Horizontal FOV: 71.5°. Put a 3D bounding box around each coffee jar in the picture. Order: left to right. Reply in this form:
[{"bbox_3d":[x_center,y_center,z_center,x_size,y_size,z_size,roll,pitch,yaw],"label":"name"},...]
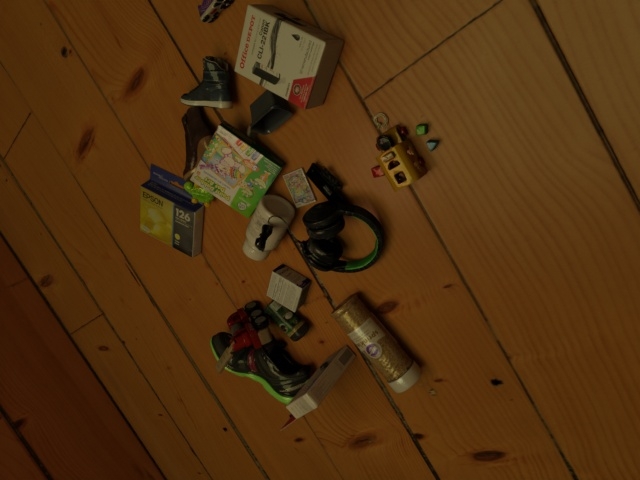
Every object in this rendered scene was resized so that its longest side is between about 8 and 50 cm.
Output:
[{"bbox_3d":[-0.130,0.307,1.734,0.184,0.079,0.096,45,145,6],"label":"coffee jar"}]

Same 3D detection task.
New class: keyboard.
[{"bbox_3d":[0.037,-0.175,1.445,0.192,0.038,0.100,49,151,2],"label":"keyboard"}]

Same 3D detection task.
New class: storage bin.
[{"bbox_3d":[-0.161,-0.414,1.418,0.135,0.098,0.090,-27,69,38],"label":"storage bin"}]

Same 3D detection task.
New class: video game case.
[{"bbox_3d":[-0.071,-0.178,1.515,0.087,0.011,0.121,-16,103,36],"label":"video game case"}]

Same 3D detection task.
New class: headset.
[{"bbox_3d":[0.000,0.000,1.418,0.395,0.185,0.243,9,126,8],"label":"headset"}]

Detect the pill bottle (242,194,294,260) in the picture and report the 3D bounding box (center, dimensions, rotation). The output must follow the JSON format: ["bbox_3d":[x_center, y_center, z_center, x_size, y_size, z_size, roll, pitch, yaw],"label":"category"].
[{"bbox_3d":[-0.192,-0.040,1.579,0.131,0.131,0.229,39,127,10],"label":"pill bottle"}]

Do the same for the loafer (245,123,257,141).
[{"bbox_3d":[-0.245,-0.340,1.527,0.039,0.045,0.125,24,126,29],"label":"loafer"}]

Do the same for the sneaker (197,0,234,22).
[{"bbox_3d":[-0.328,-0.747,1.371,0.170,0.068,0.071,-20,95,37],"label":"sneaker"}]

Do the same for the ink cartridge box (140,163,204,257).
[{"bbox_3d":[-0.621,-0.121,1.849,0.304,0.072,0.306,25,125,20],"label":"ink cartridge box"}]

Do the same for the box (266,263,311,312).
[{"bbox_3d":[-0.121,0.178,1.676,0.137,0.072,0.126,29,125,17],"label":"box"}]

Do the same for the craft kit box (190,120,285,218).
[{"bbox_3d":[-0.288,-0.238,1.534,0.250,0.061,0.246,34,124,-7],"label":"craft kit box"}]

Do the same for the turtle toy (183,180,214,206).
[{"bbox_3d":[-0.461,-0.191,1.706,0.131,0.066,0.095,16,120,-5],"label":"turtle toy"}]

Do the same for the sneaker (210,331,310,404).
[{"bbox_3d":[-0.241,0.489,1.862,0.484,0.185,0.202,22,104,18],"label":"sneaker"}]

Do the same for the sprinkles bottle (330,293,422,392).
[{"bbox_3d":[0.191,0.352,1.536,0.355,0.121,0.121,49,128,3],"label":"sprinkles bottle"}]

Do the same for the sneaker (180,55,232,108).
[{"bbox_3d":[-0.388,-0.533,1.498,0.227,0.086,0.163,12,115,30],"label":"sneaker"}]

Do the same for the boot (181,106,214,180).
[{"bbox_3d":[-0.468,-0.354,1.651,0.249,0.090,0.206,-30,79,45],"label":"boot"}]

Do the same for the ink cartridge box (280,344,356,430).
[{"bbox_3d":[-0.024,0.543,1.647,0.066,0.296,0.261,47,128,5],"label":"ink cartridge box"}]

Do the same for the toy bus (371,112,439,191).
[{"bbox_3d":[0.210,-0.239,1.253,0.202,0.104,0.190,21,121,22],"label":"toy bus"}]

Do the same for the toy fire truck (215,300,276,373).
[{"bbox_3d":[-0.321,0.385,1.756,0.217,0.247,0.158,35,144,61],"label":"toy fire truck"}]

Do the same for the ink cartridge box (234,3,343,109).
[{"bbox_3d":[-0.099,-0.536,1.297,0.273,0.114,0.196,33,126,16],"label":"ink cartridge box"}]
